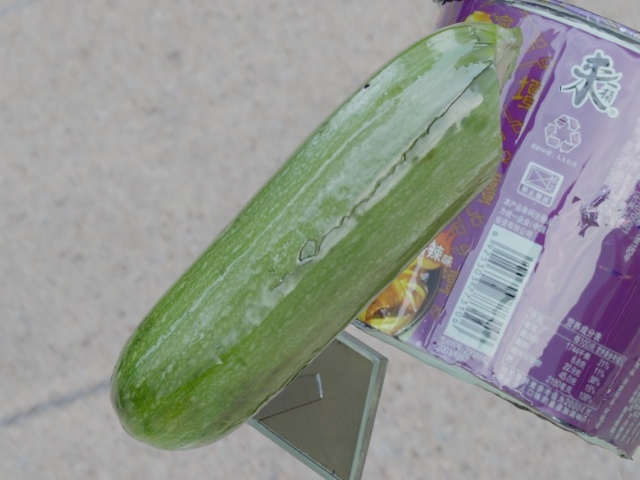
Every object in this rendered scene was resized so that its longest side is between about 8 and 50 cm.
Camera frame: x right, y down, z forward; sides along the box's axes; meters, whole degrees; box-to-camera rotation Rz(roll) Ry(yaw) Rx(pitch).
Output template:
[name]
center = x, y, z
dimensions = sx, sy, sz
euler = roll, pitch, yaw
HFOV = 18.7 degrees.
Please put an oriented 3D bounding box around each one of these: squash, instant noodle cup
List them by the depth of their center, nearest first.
[squash]
center = 0.000, 0.000, 0.803
dimensions = 0.239, 0.069, 0.069
euler = -47, 47, 16
[instant noodle cup]
center = 0.181, -0.004, 1.459
dimensions = 0.340, 0.340, 0.266
euler = 24, 88, 35

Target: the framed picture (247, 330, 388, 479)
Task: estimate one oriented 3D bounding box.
[framed picture]
center = -0.013, 0.145, 1.934
dimensions = 0.203, 0.015, 0.150
euler = 30, 114, 46
